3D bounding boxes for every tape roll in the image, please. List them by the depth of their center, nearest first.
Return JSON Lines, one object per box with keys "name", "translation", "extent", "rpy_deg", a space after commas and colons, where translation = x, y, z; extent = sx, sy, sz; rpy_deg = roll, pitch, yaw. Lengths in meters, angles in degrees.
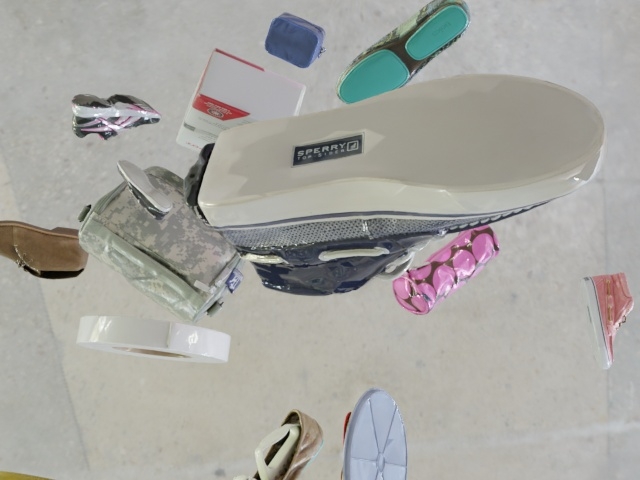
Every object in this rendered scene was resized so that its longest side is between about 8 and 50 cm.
{"name": "tape roll", "translation": [-0.426, 0.258, 1.950], "extent": [0.392, 0.392, 0.072], "rpy_deg": [6, 76, 0]}

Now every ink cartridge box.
{"name": "ink cartridge box", "translation": [-0.172, -0.257, 1.565], "extent": [0.197, 0.273, 0.114], "rpy_deg": [20, 71, -15]}

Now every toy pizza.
{"name": "toy pizza", "translation": [0.069, 0.303, 1.035], "extent": [0.032, 0.201, 0.201], "rpy_deg": [-5, 110, 28]}

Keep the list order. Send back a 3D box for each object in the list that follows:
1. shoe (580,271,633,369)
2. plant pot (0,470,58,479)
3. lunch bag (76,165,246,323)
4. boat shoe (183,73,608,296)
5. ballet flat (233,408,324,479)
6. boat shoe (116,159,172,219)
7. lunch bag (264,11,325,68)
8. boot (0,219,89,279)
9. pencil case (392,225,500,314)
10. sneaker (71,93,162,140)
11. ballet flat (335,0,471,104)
{"name": "shoe", "translation": [0.540, 0.148, 1.402], "extent": [0.081, 0.063, 0.178], "rpy_deg": [-12, 94, 6]}
{"name": "plant pot", "translation": [-0.340, 0.446, 1.021], "extent": [0.187, 0.212, 0.212], "rpy_deg": [3, 145, -11]}
{"name": "lunch bag", "translation": [-0.291, 0.015, 1.451], "extent": [0.305, 0.256, 0.212], "rpy_deg": [35, 106, -2]}
{"name": "boat shoe", "translation": [0.067, -0.034, 0.646], "extent": [0.340, 0.127, 0.158], "rpy_deg": [-3, 145, 23]}
{"name": "ballet flat", "translation": [-0.104, 0.479, 1.525], "extent": [0.116, 0.342, 0.124], "rpy_deg": [-6, 125, 41]}
{"name": "boat shoe", "translation": [-0.312, -0.088, 1.316], "extent": [0.125, 0.046, 0.038], "rpy_deg": [43, 121, 1]}
{"name": "lunch bag", "translation": [-0.038, -0.334, 1.261], "extent": [0.098, 0.065, 0.067], "rpy_deg": [26, 120, -2]}
{"name": "boot", "translation": [-0.725, 0.026, 1.855], "extent": [0.305, 0.115, 0.112], "rpy_deg": [5, 152, -19]}
{"name": "pencil case", "translation": [0.224, 0.041, 1.332], "extent": [0.209, 0.095, 0.098], "rpy_deg": [-36, 118, -28]}
{"name": "sneaker", "translation": [-0.382, -0.223, 1.394], "extent": [0.178, 0.072, 0.077], "rpy_deg": [-4, 127, -43]}
{"name": "ballet flat", "translation": [0.101, -0.233, 0.932], "extent": [0.188, 0.070, 0.070], "rpy_deg": [-29, 105, 21]}
